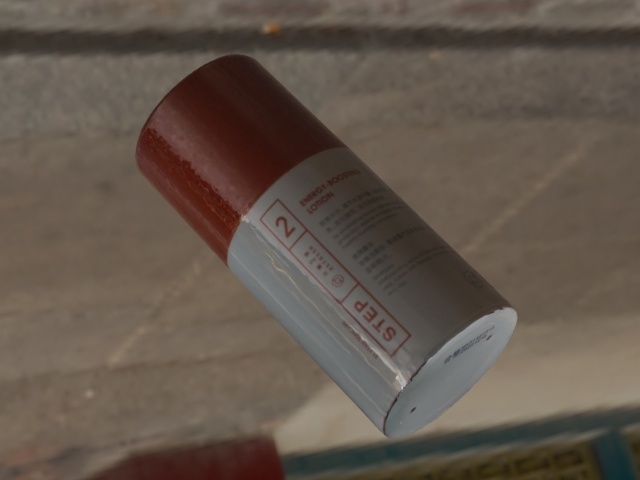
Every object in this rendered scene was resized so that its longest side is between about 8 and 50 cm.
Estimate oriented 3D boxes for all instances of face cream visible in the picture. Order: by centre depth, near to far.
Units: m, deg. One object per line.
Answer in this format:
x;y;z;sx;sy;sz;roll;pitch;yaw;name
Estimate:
0.000;0.000;0.984;0.096;0.214;0.096;-37;157;-19;face cream
